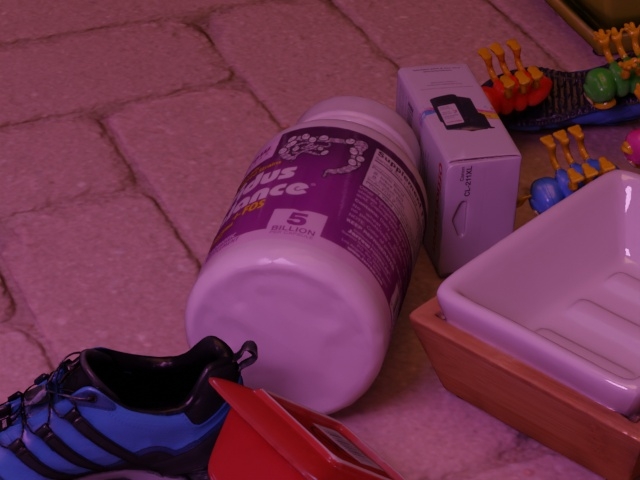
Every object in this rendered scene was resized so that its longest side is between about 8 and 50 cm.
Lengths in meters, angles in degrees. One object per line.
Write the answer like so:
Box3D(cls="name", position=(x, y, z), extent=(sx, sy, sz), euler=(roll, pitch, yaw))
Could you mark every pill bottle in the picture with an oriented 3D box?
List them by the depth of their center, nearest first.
Box3D(cls="pill bottle", position=(0.000, 0.000, 1.618), extent=(0.169, 0.169, 0.301), euler=(8, 34, 9))

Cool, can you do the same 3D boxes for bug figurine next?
Box3D(cls="bug figurine", position=(0.256, -0.114, 1.819), extent=(0.216, 0.072, 0.279), euler=(-18, 33, -3))

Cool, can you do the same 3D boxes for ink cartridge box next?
Box3D(cls="ink cartridge box", position=(0.124, -0.067, 1.762), extent=(0.072, 0.127, 0.175), euler=(-6, 35, -12))

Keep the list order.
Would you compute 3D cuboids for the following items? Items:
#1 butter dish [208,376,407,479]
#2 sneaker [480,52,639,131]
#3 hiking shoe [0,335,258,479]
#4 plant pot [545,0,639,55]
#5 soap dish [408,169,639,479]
Box3D(cls="butter dish", position=(-0.018, 0.193, 1.386), extent=(0.160, 0.118, 0.160), euler=(27, 8, -45))
Box3D(cls="sneaker", position=(0.265, -0.141, 1.950), extent=(0.209, 0.082, 0.069), euler=(-8, 69, 12))
Box3D(cls="hiking shoe", position=(-0.201, 0.135, 1.440), extent=(0.304, 0.132, 0.113), euler=(-8, 35, -13))
Box3D(cls="plant pot", position=(0.358, -0.338, 2.106), extent=(0.228, 0.207, 0.227), euler=(-11, 36, -18))
Box3D(cls="soap dish", position=(0.250, 0.069, 1.570), extent=(0.229, 0.118, 0.291), euler=(27, 41, 33))
